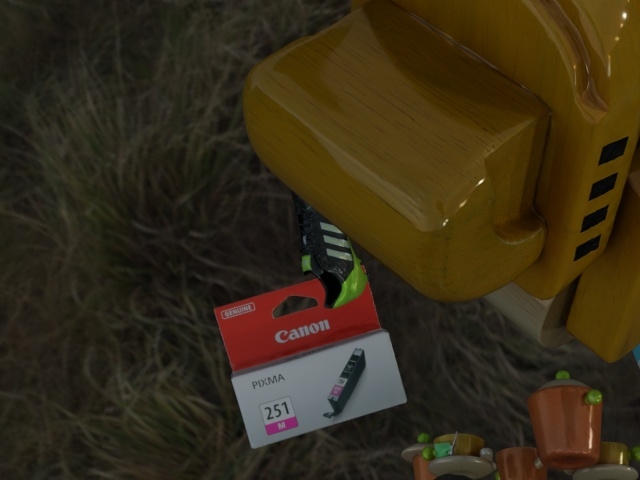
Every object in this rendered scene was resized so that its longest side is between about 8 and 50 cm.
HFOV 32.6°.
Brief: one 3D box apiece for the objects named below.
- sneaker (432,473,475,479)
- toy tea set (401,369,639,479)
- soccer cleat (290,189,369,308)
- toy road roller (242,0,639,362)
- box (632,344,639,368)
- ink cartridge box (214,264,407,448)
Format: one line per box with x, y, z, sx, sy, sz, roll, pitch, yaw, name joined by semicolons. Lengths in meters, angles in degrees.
0.206;0.406;1.303;0.109;0.130;0.286;-30;104;-3;sneaker
0.256;0.267;1.487;0.336;0.200;0.124;-12;58;24;toy tea set
0.000;0.000;1.341;0.072;0.179;0.060;-35;17;-33;soccer cleat
0.088;-0.047;0.613;0.241;0.329;0.202;-35;58;-25;toy road roller
0.489;0.165;1.498;0.060;0.100;0.244;2;47;-15;box
-0.018;0.193;1.834;0.275;0.060;0.238;-16;96;-3;ink cartridge box
